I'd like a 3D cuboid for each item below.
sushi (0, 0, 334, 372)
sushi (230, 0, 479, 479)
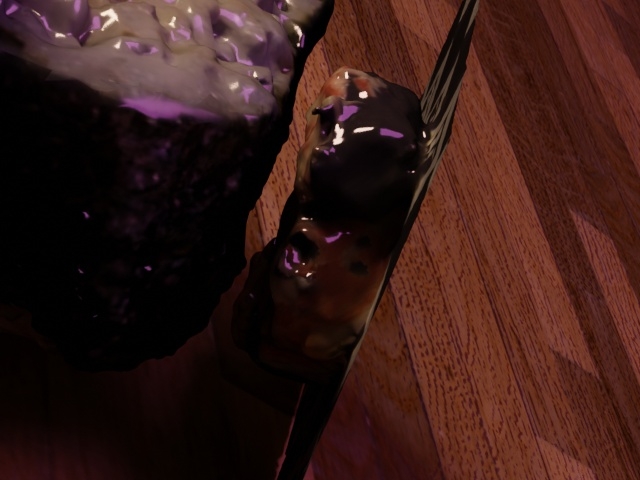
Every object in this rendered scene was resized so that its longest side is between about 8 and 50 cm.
[{"bbox_3d":[-0.109,-0.085,0.897,0.211,0.171,0.350,20,32,-14],"label":"sushi"},{"bbox_3d":[0.000,0.000,0.921,0.059,0.294,0.292,21,28,-1],"label":"sushi"}]
